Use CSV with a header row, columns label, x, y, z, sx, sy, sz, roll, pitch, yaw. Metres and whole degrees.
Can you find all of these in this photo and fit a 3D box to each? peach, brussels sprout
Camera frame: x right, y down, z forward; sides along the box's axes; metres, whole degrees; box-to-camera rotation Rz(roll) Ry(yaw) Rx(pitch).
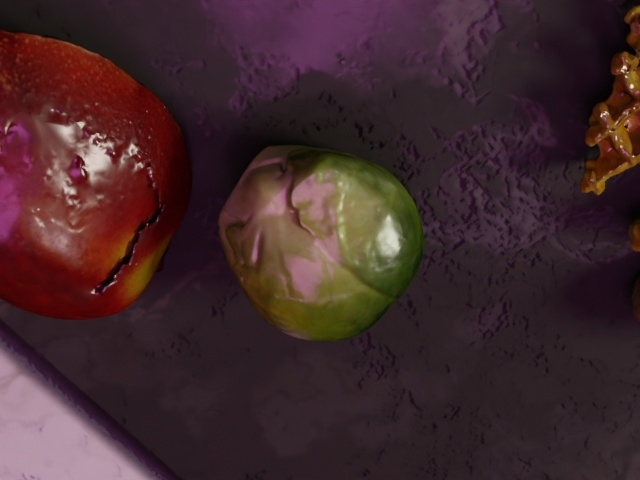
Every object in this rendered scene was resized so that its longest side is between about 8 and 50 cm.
label,x,y,z,sx,sy,sz,roll,pitch,yaw
peach,-0.184,-0.039,0.848,0.189,0.068,0.279,-43,134,-5
brussels sprout,-0.001,0.001,0.893,0.155,0.117,0.155,0,98,1

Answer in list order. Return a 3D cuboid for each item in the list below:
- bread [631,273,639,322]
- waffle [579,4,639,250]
label,x,y,z,sx,sy,sz,roll,pitch,yaw
bread,0.306,0.057,0.950,0.113,0.082,0.060,14,116,-13
waffle,0.307,-0.086,0.886,0.229,0.051,0.231,5,118,-4
